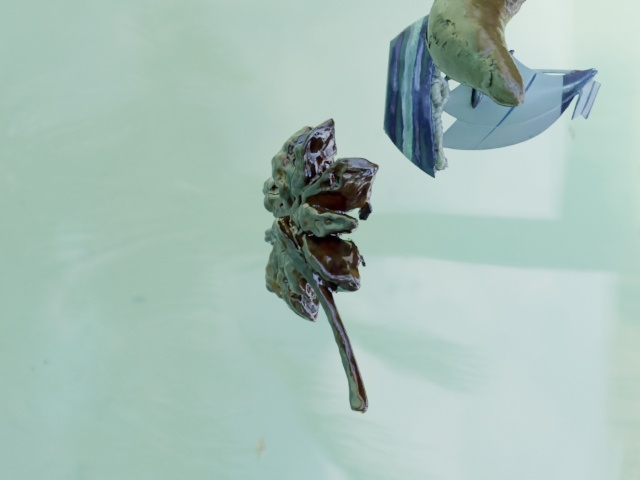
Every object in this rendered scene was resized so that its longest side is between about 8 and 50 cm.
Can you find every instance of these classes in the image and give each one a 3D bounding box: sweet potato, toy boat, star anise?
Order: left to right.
[{"bbox_3d":[0.003,0.001,0.835,0.073,0.234,0.177,-3,120,-28],"label":"star anise"},{"bbox_3d":[0.214,-0.216,1.372,0.070,0.292,0.210,-83,152,-77],"label":"toy boat"},{"bbox_3d":[0.175,-0.249,1.107,0.098,0.124,0.310,38,50,-27],"label":"sweet potato"}]
